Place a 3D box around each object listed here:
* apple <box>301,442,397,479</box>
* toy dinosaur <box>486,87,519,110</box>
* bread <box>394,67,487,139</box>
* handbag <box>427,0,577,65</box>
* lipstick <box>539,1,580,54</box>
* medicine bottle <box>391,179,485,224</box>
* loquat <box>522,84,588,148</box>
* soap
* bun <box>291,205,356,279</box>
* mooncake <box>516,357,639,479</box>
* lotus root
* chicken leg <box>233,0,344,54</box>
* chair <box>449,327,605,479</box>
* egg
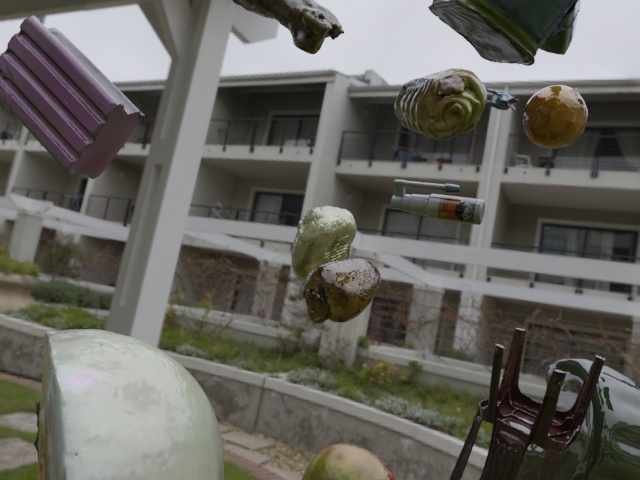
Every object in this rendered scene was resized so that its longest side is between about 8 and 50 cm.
[{"bbox_3d":[0.072,0.629,1.342,0.260,0.261,0.194,8,21,28],"label":"apple"},{"bbox_3d":[0.437,-0.337,1.328,0.080,0.045,0.197,25,21,17],"label":"toy dinosaur"},{"bbox_3d":[0.170,-0.200,0.803,0.098,0.087,0.269,-16,14,4],"label":"bread"},{"bbox_3d":[0.347,-0.472,0.983,0.222,0.241,0.263,32,12,-16],"label":"handbag"},{"bbox_3d":[0.533,-0.522,1.224,0.077,0.076,0.289,26,-2,23],"label":"lipstick"},{"bbox_3d":[0.279,-0.095,1.318,0.220,0.092,0.061,9,26,25],"label":"medicine bottle"},{"bbox_3d":[0.506,-0.267,1.189,0.141,0.141,0.141,11,-7,1],"label":"loquat"},{"bbox_3d":[-0.349,-0.193,0.746,0.203,0.122,0.065,45,11,14],"label":"soap"},{"bbox_3d":[0.000,0.000,1.495,0.145,0.229,0.229,43,10,30],"label":"bun"},{"bbox_3d":[0.549,0.433,1.158,0.187,0.351,0.351,26,-10,-10],"label":"mooncake"},{"bbox_3d":[0.050,0.074,0.954,0.108,0.094,0.190,45,40,15],"label":"lotus root"},{"bbox_3d":[-0.067,-0.475,1.044,0.361,0.211,0.140,46,-32,21],"label":"chicken leg"},{"bbox_3d":[0.364,0.347,0.990,0.175,0.326,0.183,20,12,39],"label":"chair"},{"bbox_3d":[-0.208,0.245,0.611,0.201,0.337,0.337,-2,1,-32],"label":"egg"}]
